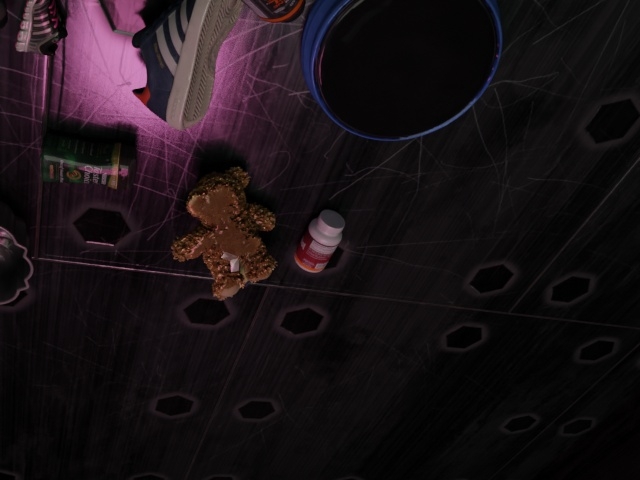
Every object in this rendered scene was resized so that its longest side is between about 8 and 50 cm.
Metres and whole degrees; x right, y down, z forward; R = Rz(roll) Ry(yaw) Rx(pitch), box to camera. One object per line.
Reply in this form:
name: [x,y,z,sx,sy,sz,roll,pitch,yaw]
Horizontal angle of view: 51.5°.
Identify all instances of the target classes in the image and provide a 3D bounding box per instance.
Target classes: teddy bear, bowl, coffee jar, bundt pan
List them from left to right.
bundt pan: [-0.788,0.005,1.431,0.331,0.124,0.331,-6,138,-6]
coffee jar: [-0.470,-0.159,1.353,0.184,0.079,0.096,5,135,-16]
teddy bear: [-0.213,-0.014,1.514,0.245,0.113,0.338,-36,131,0]
bowl: [0.157,-0.355,1.270,0.391,0.077,0.391,-5,137,-5]

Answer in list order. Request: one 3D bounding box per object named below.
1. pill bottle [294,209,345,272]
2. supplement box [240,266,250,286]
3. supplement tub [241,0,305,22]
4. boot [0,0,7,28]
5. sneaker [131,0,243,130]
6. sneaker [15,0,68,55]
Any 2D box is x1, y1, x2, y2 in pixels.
pill bottle: [0.000,0.000,1.608,0.086,0.086,0.152,11,132,-22]
supplement box: [-0.203,0.061,1.653,0.083,0.056,0.083,21,128,-30]
supplement tub: [-0.087,-0.423,1.081,0.106,0.106,0.198,-25,171,15]
boot: [-0.629,-0.459,0.985,0.338,0.118,0.222,13,127,-29]
sneaker: [-0.243,-0.373,1.151,0.148,0.131,0.350,31,115,11]
sneaker: [-0.465,-0.382,1.132,0.075,0.063,0.170,17,136,-26]
